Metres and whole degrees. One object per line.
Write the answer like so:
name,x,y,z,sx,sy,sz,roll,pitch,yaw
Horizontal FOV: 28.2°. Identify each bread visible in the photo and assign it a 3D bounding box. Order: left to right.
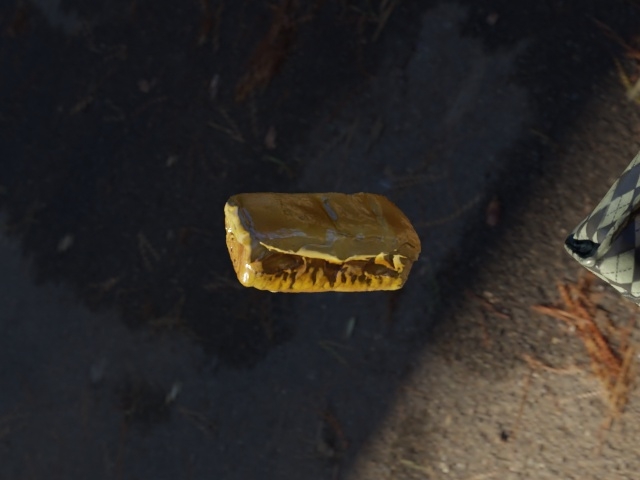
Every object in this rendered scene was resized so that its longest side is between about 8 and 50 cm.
bread,0.000,0.000,0.874,0.074,0.132,0.053,-113,32,-53

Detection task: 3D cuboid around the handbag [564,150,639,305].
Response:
handbag,0.534,0.005,1.444,0.316,0.416,0.180,-54,7,5
